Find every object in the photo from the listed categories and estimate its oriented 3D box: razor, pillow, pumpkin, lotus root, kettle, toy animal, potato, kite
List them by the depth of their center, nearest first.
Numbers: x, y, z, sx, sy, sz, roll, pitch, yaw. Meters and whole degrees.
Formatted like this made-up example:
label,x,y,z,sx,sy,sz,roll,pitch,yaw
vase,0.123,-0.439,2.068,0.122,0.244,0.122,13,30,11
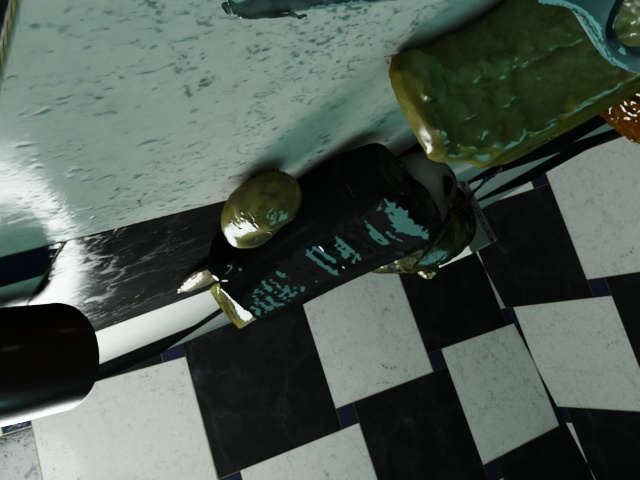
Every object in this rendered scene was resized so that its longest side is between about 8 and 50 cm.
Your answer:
label,x,y,z,sx,sy,sz,roll,pitch,yaw
kettle,-0.412,0.144,0.669,0.202,0.144,0.232,4,177,21
potato,-0.073,-0.038,0.696,0.091,0.070,0.138,-27,176,-35
razor,-0.001,-0.002,0.832,0.327,0.107,0.189,-30,128,25
kite,0.234,-0.071,0.904,0.321,0.016,0.234,-49,174,-5
toy animal,0.146,-0.071,0.943,0.179,0.138,0.166,-31,149,-24
pillow,-0.168,0.047,1.112,0.211,0.034,0.135,-22,170,-40
pumpkin,0.184,-0.012,1.145,0.260,0.189,0.260,-23,-168,5
lotus root,-0.160,0.119,1.309,0.138,0.119,0.235,-28,176,-33

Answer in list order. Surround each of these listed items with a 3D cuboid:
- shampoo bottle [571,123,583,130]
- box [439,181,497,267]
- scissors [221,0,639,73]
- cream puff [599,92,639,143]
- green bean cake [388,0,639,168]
label,x,y,z,sx,sy,sz,roll,pitch,yaw
shampoo bottle,0.556,-0.298,0.999,0.314,0.076,0.118,-32,174,40
box,0.376,-0.052,1.621,0.106,0.200,0.299,-29,172,28
scissors,0.119,-0.170,0.346,0.360,0.029,0.191,-14,130,-9
cream puff,0.468,-0.221,0.667,0.303,0.212,0.303,-28,167,-7
green bean cake,0.210,-0.168,0.546,0.236,0.124,0.233,-30,171,32
